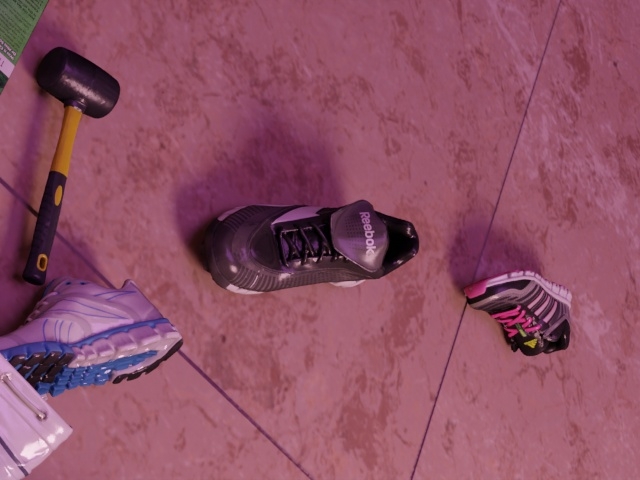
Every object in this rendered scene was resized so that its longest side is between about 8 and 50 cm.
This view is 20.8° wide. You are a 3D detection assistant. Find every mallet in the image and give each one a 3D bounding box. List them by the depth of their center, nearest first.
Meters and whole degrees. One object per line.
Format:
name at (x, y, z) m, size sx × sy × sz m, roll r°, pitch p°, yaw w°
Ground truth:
mallet at (-0.203, -0.060, 1.315) m, size 0.062 × 0.039 × 0.190 m, roll 39°, pitch 52°, yaw -36°

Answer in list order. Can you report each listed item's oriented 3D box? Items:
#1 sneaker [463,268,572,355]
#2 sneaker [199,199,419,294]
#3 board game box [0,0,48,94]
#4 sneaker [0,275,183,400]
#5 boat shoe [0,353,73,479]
sneaker at (0.205, 0.077, 1.756) m, size 0.170 × 0.063 × 0.075 m, roll 17°, pitch 60°, yaw -53°
sneaker at (0.000, 0.000, 1.492) m, size 0.234 × 0.106 × 0.078 m, roll 1°, pitch 78°, yaw -51°
board game box at (-0.305, -0.221, 1.246) m, size 0.260 × 0.030 × 0.136 m, roll 46°, pitch 45°, yaw -32°
sneaker at (-0.195, 0.068, 1.279) m, size 0.190 × 0.071 × 0.083 m, roll -8°, pitch 58°, yaw -48°
boat shoe at (-0.250, 0.059, 1.160) m, size 0.076 × 0.083 × 0.226 m, roll -36°, pitch 105°, yaw -12°
